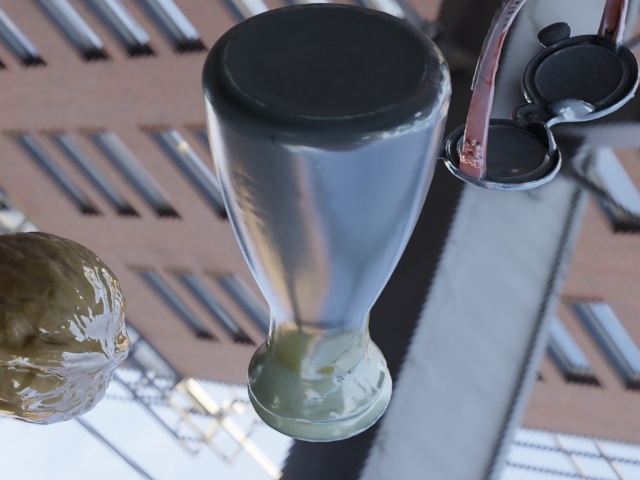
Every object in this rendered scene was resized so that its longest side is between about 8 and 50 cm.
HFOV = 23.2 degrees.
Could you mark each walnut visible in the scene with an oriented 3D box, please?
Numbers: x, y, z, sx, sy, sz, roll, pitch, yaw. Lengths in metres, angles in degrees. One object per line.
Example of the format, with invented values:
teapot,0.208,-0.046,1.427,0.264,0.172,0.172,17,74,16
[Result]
walnut,-0.290,0.089,1.576,0.213,0.213,0.213,-26,-145,20

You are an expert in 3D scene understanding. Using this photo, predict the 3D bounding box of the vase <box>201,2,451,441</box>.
vase,0.000,0.000,1.162,0.173,0.321,0.173,1,-141,-1

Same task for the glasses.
glasses,0.187,-0.189,1.256,0.118,0.268,0.234,31,-128,26
